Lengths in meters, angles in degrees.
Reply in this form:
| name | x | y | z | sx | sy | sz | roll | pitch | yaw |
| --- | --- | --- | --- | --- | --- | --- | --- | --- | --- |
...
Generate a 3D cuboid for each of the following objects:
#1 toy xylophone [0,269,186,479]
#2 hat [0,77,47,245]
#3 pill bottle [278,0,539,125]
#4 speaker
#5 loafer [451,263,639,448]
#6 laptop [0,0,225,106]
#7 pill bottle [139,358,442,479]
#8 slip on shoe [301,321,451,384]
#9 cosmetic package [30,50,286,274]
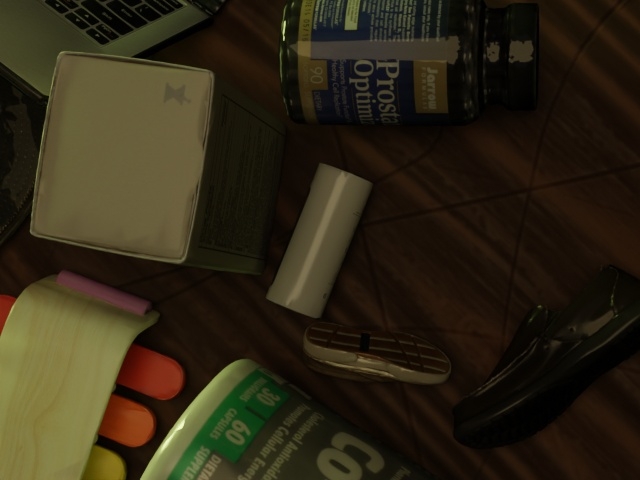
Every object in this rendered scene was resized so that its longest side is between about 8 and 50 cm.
| name | x | y | z | sx | sy | sz | roll | pitch | yaw |
| --- | --- | --- | --- | --- | --- | --- | --- | --- | --- |
| toy xylophone | -0.281 | 0.174 | 1.357 | 0.236 | 0.081 | 0.322 | 28 | 91 | 11 |
| hat | -0.416 | -0.121 | 1.377 | 0.331 | 0.134 | 0.331 | -1 | 85 | 9 |
| pill bottle | 0.081 | -0.162 | 1.298 | 0.219 | 0.123 | 0.122 | 1 | 86 | 10 |
| speaker | 0.000 | 0.000 | 1.335 | 0.055 | 0.055 | 0.136 | 22 | 90 | 11 |
| loafer | 0.200 | 0.101 | 1.291 | 0.220 | 0.080 | 0.078 | -34 | 59 | -4 |
| laptop | -0.233 | -0.373 | 1.319 | 0.382 | 0.408 | 0.236 | 37 | 126 | 11 |
| pill bottle | 0.030 | 0.274 | 1.235 | 0.361 | 0.204 | 0.204 | 31 | 92 | 10 |
| slip on shoe | 0.049 | 0.110 | 1.328 | 0.135 | 0.051 | 0.041 | 10 | 127 | 2 |
| cosmetic package | -0.125 | -0.056 | 1.237 | 0.129 | 0.296 | 0.153 | 9 | 87 | 9 |
